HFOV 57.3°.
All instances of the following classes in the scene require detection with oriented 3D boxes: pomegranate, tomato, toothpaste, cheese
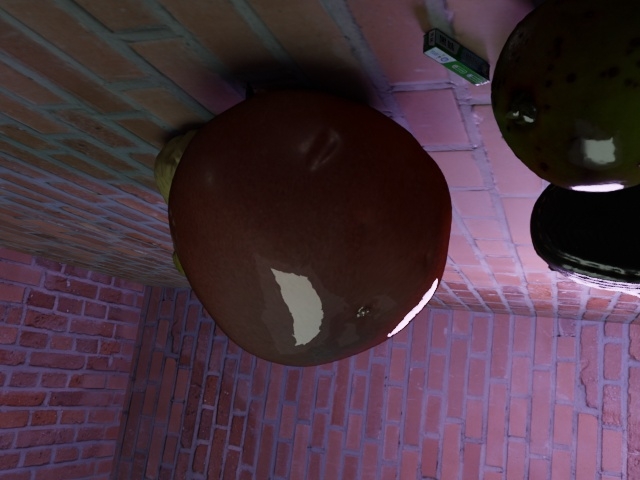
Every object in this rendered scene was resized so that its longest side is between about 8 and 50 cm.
[{"bbox_3d":[0.235,-0.125,0.461,0.205,0.159,0.159,-17,169,-6],"label":"pomegranate"},{"bbox_3d":[-0.009,-0.011,0.704,0.342,0.272,0.341,-8,141,-7],"label":"tomato"},{"bbox_3d":[0.131,-0.173,0.558,0.083,0.020,0.017,16,163,-37],"label":"toothpaste"},{"bbox_3d":[-0.139,-0.089,0.903,0.226,0.117,0.214,18,159,-24],"label":"cheese"}]

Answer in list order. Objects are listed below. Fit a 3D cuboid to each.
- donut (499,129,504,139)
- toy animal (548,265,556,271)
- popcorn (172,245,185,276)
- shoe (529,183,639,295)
[{"bbox_3d":[0.276,-0.124,0.600,0.117,0.065,0.166,15,167,-30],"label":"donut"},{"bbox_3d":[0.561,0.037,1.166,0.179,0.089,0.188,0,171,-38],"label":"toy animal"},{"bbox_3d":[-0.172,0.024,1.154,0.249,0.225,0.249,24,-173,-3],"label":"popcorn"},{"bbox_3d":[0.476,0.004,0.844,0.385,0.171,0.237,6,171,3],"label":"shoe"}]
